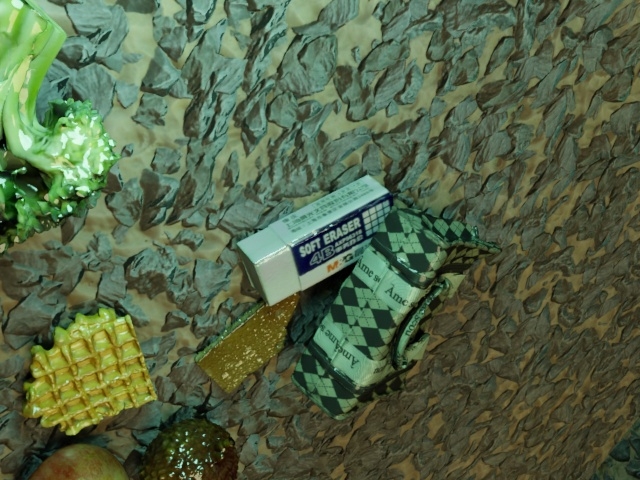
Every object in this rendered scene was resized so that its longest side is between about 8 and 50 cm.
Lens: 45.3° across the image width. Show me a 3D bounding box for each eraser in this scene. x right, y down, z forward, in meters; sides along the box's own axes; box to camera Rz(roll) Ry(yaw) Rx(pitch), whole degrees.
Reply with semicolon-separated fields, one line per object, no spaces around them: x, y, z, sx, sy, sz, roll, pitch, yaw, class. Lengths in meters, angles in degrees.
0.000;0.000;1.412;0.287;0.086;0.130;-29;134;-14;eraser

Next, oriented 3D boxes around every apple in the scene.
-0.442;0.471;1.392;0.209;0.164;0.209;-27;136;-30;apple

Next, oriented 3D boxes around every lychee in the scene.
-0.251;0.438;1.473;0.200;0.200;0.238;22;127;-41;lychee

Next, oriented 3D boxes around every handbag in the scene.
0.165;0.137;1.506;0.317;0.180;0.416;0;125;-53;handbag

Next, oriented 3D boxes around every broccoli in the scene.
-0.419;-0.137;0.895;0.317;0.277;0.338;-19;89;9;broccoli

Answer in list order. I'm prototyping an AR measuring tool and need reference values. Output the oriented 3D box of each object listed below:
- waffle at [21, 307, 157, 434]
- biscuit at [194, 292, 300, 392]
-0.413;0.228;1.317;0.219;0.057;0.229;-23;129;-19;waffle
-0.125;0.190;1.500;0.237;0.026;0.131;-40;135;-5;biscuit
